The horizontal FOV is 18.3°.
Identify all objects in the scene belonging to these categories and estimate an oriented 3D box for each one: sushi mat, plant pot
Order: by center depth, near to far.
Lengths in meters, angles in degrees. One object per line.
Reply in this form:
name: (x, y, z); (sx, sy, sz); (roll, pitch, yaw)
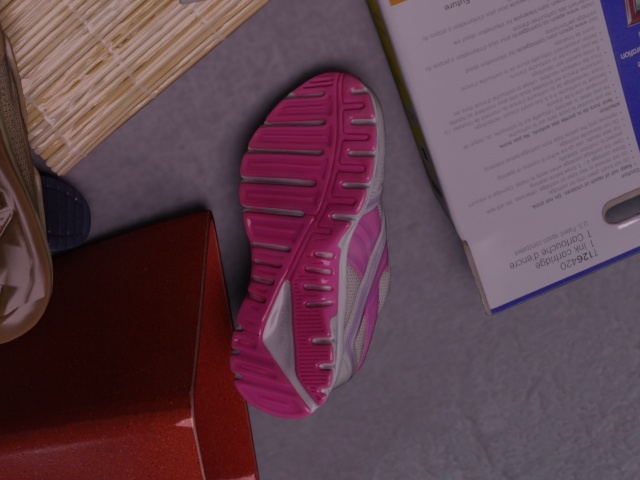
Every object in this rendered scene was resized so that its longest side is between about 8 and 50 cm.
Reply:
sushi mat: (-0.109, -0.191, 1.370); (0.316, 0.019, 0.151); (-40, 119, 8)
plant pot: (-0.178, 0.163, 1.418); (0.236, 0.267, 0.267); (-6, 120, 4)

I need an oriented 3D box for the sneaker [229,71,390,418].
sneaker: (0.000, 0.000, 1.462); (0.103, 0.111, 0.252); (14, 99, 21)

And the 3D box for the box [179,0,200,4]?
box: (0.000, -0.253, 1.267); (0.232, 0.148, 0.127); (-13, 120, -8)

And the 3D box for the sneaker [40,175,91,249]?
sneaker: (-0.234, -0.020, 1.411); (0.144, 0.059, 0.053); (5, 83, -30)

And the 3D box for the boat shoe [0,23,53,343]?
boat shoe: (-0.259, -0.100, 1.307); (0.121, 0.110, 0.341); (-12, 98, -2)

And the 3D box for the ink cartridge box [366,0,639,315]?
ink cartridge box: (0.209, -0.135, 1.458); (0.303, 0.072, 0.307); (-23, 123, -4)
